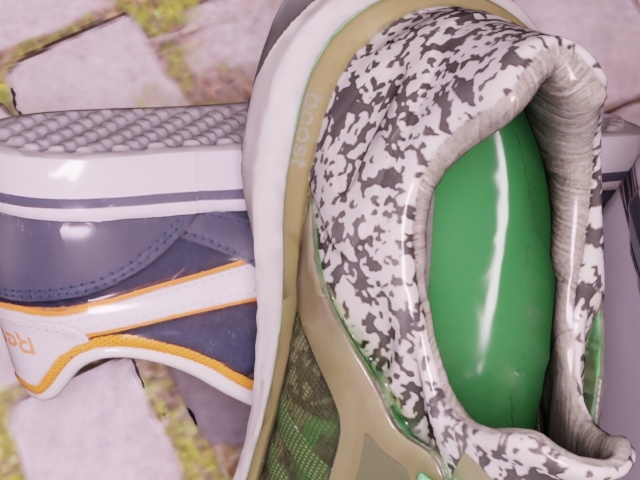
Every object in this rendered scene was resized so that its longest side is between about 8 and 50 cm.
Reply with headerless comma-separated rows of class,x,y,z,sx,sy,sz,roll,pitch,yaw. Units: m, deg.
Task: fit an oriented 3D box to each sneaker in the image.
sneaker,0.000,0.000,0.749,0.321,0.126,0.127,-5,107,-20
sneaker,0.046,0.096,0.611,0.158,0.182,0.410,-5,99,-17

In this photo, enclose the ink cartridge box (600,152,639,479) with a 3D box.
ink cartridge box,0.276,0.015,0.611,0.285,0.395,0.166,-6,70,-6
